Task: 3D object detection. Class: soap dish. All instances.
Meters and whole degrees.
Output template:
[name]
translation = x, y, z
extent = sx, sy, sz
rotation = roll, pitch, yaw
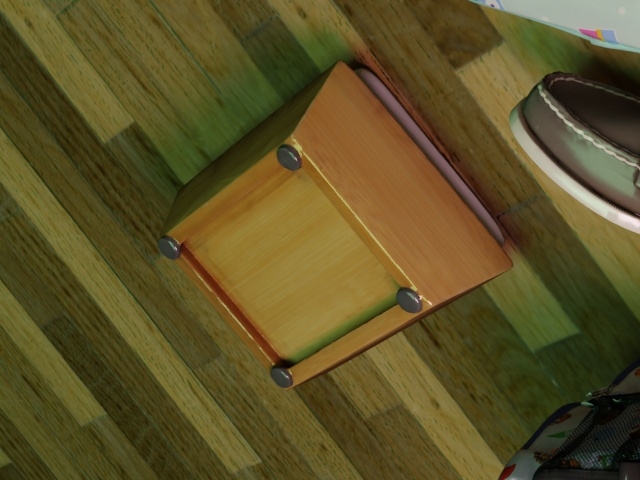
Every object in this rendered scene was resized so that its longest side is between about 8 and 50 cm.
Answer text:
[soap dish]
translation = 0.000, 0.000, 1.524
extent = 0.229, 0.118, 0.291
rotation = 50, 141, -5

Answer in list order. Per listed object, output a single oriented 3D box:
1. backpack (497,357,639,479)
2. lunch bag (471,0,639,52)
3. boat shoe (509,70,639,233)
[backpack]
translation = 0.283, 0.217, 1.351
extent = 0.213, 0.263, 0.276
rotation = 4, 120, 45
[lunch bag]
translation = 0.217, -0.246, 1.147
extent = 0.279, 0.108, 0.224
rotation = 20, 127, 25
[boat shoe]
translation = 0.293, -0.042, 1.247
extent = 0.324, 0.116, 0.097
rotation = 32, 133, 11
